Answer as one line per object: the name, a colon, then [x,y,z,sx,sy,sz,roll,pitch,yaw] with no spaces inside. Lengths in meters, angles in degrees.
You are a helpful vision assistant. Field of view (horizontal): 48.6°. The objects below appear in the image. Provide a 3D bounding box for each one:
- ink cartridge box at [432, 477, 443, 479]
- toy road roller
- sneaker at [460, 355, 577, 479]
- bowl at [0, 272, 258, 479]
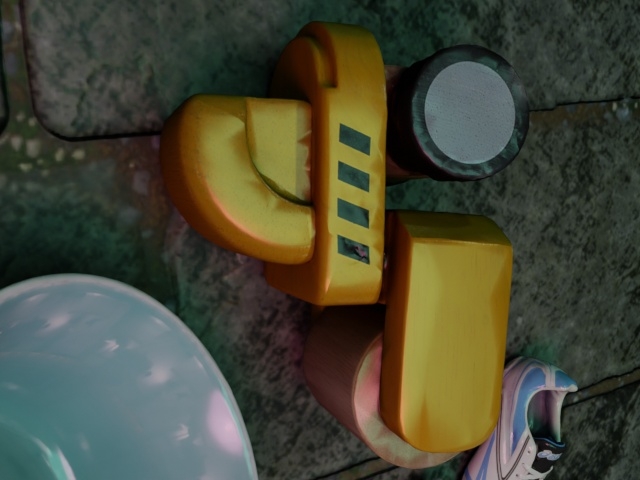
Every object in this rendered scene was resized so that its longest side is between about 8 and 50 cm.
ink cartridge box: [0.070,0.377,0.741,0.181,0.056,0.224,-21,126,-26]
toy road roller: [0.000,0.000,0.553,0.241,0.202,0.329,1,92,-18]
sneaker: [0.214,0.246,0.772,0.085,0.086,0.237,13,92,-33]
bowl: [-0.186,0.191,0.444,0.311,0.163,0.311,45,36,-46]
